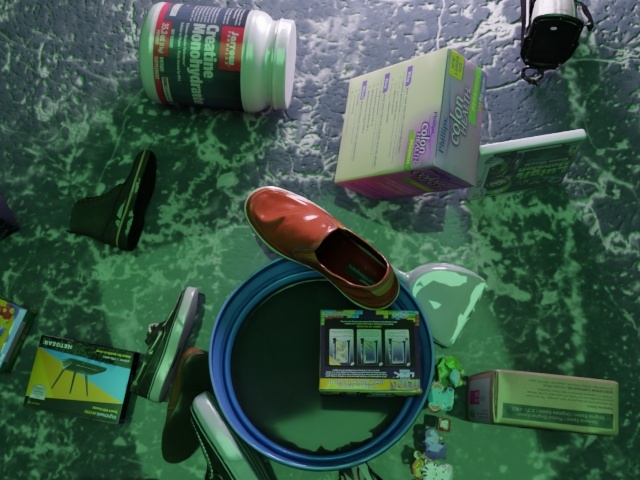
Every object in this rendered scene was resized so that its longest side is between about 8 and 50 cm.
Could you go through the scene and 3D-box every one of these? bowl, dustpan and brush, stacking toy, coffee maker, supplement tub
[{"bbox_3d":[0.001,0.207,1.239,0.391,0.077,0.391,0,65,1],"label":"bowl"},{"bbox_3d":[0.185,0.086,1.315,0.211,0.060,0.147,31,90,0],"label":"dustpan and brush"},{"bbox_3d":[0.198,0.308,1.205,0.052,0.167,0.221,9,79,3],"label":"stacking toy"},{"bbox_3d":[0.440,-0.436,1.381,0.120,0.171,0.178,22,56,-16],"label":"coffee maker"},{"bbox_3d":[-0.191,-0.346,1.339,0.272,0.191,0.191,5,78,2],"label":"supplement tub"}]

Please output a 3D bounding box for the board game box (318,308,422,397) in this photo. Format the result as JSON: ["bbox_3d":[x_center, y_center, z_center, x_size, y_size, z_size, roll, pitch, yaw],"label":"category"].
[{"bbox_3d":[0.083,0.189,1.177,0.170,0.048,0.141,1,67,1],"label":"board game box"}]

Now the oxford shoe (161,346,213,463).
[{"bbox_3d":[-0.242,0.296,1.270,0.076,0.076,0.212,14,93,-26],"label":"oxford shoe"}]

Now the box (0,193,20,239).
[{"bbox_3d":[-0.674,-0.034,1.296,0.158,0.156,0.093,-33,80,-6],"label":"box"}]

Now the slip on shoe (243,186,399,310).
[{"bbox_3d":[0.000,0.000,1.239,0.331,0.101,0.123,37,71,19],"label":"slip on shoe"}]

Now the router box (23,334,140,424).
[{"bbox_3d":[-0.436,0.255,1.287,0.178,0.046,0.133,9,78,3],"label":"router box"}]

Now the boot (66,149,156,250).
[{"bbox_3d":[-0.404,-0.090,1.350,0.137,0.077,0.198,13,77,9],"label":"boot"}]

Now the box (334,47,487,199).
[{"bbox_3d":[0.161,-0.201,1.272,0.117,0.243,0.214,19,74,-39],"label":"box"}]

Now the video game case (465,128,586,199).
[{"bbox_3d":[0.372,-0.136,1.294,0.190,0.173,0.022,-10,66,-1],"label":"video game case"}]

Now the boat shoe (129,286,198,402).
[{"bbox_3d":[-0.287,0.183,1.284,0.070,0.078,0.219,19,81,4],"label":"boat shoe"}]

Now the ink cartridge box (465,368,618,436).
[{"bbox_3d":[0.360,0.272,1.175,0.193,0.235,0.088,4,77,2],"label":"ink cartridge box"}]

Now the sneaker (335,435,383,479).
[{"bbox_3d":[0.058,0.421,1.232,0.077,0.072,0.178,-40,79,-6],"label":"sneaker"}]

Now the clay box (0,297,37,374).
[{"bbox_3d":[-0.663,0.152,1.309,0.222,0.053,0.127,19,78,4],"label":"clay box"}]

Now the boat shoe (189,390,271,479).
[{"bbox_3d":[-0.151,0.425,1.196,0.119,0.121,0.335,-30,87,0],"label":"boat shoe"}]
